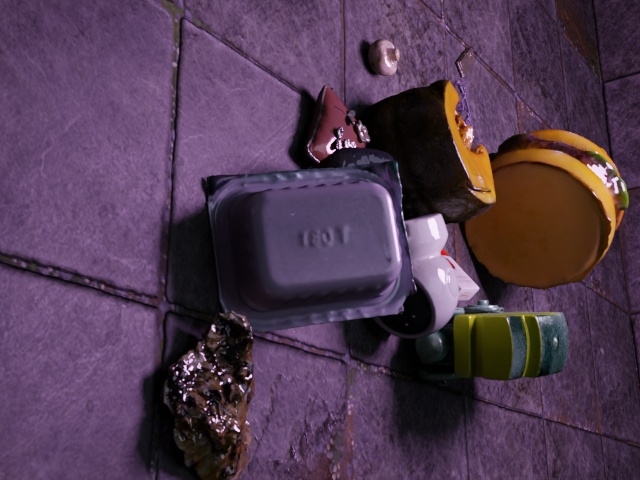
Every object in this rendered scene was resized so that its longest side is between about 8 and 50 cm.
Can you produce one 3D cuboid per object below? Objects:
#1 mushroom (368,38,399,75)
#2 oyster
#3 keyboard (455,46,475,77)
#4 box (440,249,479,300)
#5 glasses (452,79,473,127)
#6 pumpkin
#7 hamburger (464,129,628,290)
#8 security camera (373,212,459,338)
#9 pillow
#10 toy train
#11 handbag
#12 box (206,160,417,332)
[{"bbox_3d":[0.145,-0.411,1.994,0.083,0.067,0.084,21,66,-59],"label":"mushroom"},{"bbox_3d":[-0.144,0.246,1.316,0.214,0.083,0.223,-59,134,-44],"label":"oyster"},{"bbox_3d":[0.406,-0.497,2.474,0.129,0.015,0.049,-53,128,-51],"label":"keyboard"},{"bbox_3d":[0.273,0.067,1.975,0.152,0.048,0.100,47,20,25],"label":"box"},{"bbox_3d":[0.384,-0.345,2.342,0.103,0.062,0.140,6,75,-57],"label":"glasses"},{"bbox_3d":[0.224,-0.174,1.906,0.303,0.225,0.256,54,35,-23],"label":"pumpkin"},{"bbox_3d":[0.562,-0.087,2.262,0.277,0.395,0.396,-44,116,-53],"label":"hamburger"},{"bbox_3d":[0.177,0.076,1.764,0.194,0.194,0.237,-16,95,-57],"label":"security camera"},{"bbox_3d":[0.038,-0.192,1.745,0.171,0.075,0.179,46,45,-40],"label":"pillow"},{"bbox_3d":[0.387,0.223,1.947,0.442,0.272,0.179,5,85,-57],"label":"toy train"},{"bbox_3d":[0.040,-0.033,1.600,0.181,0.181,0.255,-1,80,-26],"label":"handbag"},{"bbox_3d":[0.000,0.000,1.426,0.336,0.106,0.264,-6,82,-18],"label":"box"}]
